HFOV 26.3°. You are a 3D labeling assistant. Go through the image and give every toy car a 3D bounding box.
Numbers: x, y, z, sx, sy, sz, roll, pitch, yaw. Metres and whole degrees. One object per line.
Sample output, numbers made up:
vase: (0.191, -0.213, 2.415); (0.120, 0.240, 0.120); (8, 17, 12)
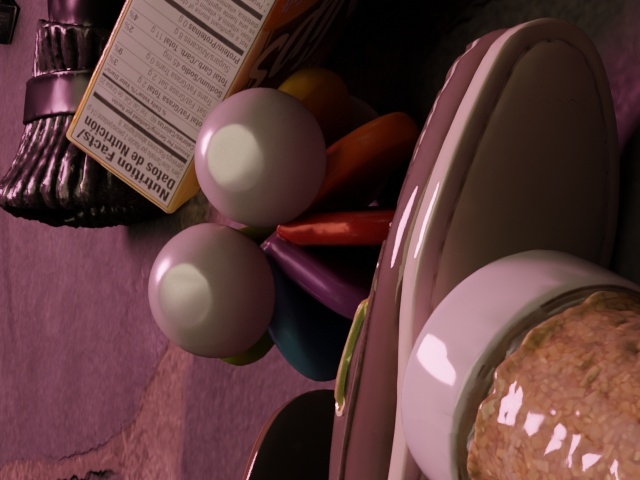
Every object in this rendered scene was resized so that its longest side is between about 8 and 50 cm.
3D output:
toy car: (0.000, 0.000, 0.781); (0.136, 0.159, 0.182); (26, 105, 19)

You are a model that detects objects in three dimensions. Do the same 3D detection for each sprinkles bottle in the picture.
sprinkles bottle: (0.162, 0.112, 0.458); (0.355, 0.121, 0.121); (34, 112, 58)

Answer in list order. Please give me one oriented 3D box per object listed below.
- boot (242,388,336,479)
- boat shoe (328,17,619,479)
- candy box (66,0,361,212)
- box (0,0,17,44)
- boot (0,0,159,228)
boot: (-0.019, 0.236, 0.770); (0.115, 0.112, 0.305); (166, 108, -70)
boat shoe: (0.062, 0.053, 0.661); (0.096, 0.116, 0.324); (20, 106, 57)
candy box: (-0.017, -0.183, 0.794); (0.316, 0.087, 0.183); (-59, -9, 35)
box: (-0.487, -0.293, 1.615); (0.175, 0.220, 0.051); (48, 128, 55)
boot: (-0.156, -0.153, 1.075); (0.348, 0.131, 0.260); (149, 131, -67)
